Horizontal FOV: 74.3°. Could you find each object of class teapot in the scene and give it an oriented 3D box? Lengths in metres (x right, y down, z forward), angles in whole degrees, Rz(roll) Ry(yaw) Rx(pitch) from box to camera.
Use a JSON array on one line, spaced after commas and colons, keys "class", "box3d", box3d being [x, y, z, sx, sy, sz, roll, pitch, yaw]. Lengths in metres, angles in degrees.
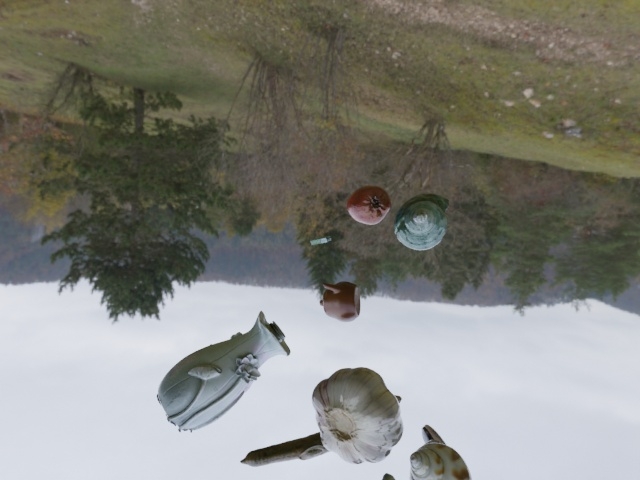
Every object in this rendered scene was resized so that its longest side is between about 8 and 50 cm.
[{"class": "teapot", "box3d": [0.051, 0.172, 1.164, 0.116, 0.116, 0.173, 6, 138, 27]}]

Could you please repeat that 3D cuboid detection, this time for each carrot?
[{"class": "carrot", "box3d": [-0.074, 0.628, 1.265, 0.342, 0.070, 0.070, 1, -177, -31]}]

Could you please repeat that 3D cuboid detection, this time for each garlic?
[{"class": "garlic", "box3d": [0.127, 0.441, 1.105, 0.245, 0.245, 0.253, 7, -174, 41]}]

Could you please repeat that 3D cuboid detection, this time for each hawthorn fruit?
[{"class": "hawthorn fruit", "box3d": [0.176, -0.152, 1.694, 0.165, 0.165, 0.285, 5, -168, -10]}]

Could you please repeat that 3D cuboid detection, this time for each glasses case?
[{"class": "glasses case", "box3d": [0.490, 0.861, 1.622, 0.075, 0.314, 0.122, -30, 150, -6]}]

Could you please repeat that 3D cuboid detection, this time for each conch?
[{"class": "conch", "box3d": [0.359, -0.071, 1.479, 0.220, 0.196, 0.277, -37, 167, 16]}, {"class": "conch", "box3d": [0.304, 0.618, 1.105, 0.148, 0.275, 0.182, -31, -152, -26]}]

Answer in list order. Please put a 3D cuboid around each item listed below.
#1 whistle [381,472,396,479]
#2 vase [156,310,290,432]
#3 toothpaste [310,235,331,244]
[{"class": "whistle", "box3d": [0.138, 0.790, 1.188, 0.068, 0.057, 0.326, 50, -148, 11]}, {"class": "vase", "box3d": [-0.322, 0.438, 1.459, 0.445, 0.250, 0.250, -35, -174, -5]}, {"class": "toothpaste", "box3d": [0.000, 0.000, 1.376, 0.020, 0.017, 0.083, -25, -170, -39]}]
